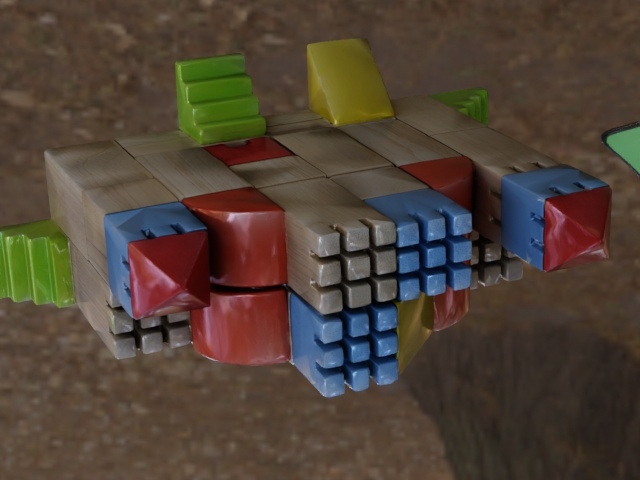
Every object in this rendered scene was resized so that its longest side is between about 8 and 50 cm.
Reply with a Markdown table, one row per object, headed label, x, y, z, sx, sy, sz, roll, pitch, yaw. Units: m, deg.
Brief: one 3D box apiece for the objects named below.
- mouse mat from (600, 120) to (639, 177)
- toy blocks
| label | x | y | z | sx | sy | sz | roll | pitch | yaw |
| --- | --- | --- | --- | --- | --- | --- | --- | --- | --- |
| mouse mat | 0.272 | -0.021 | 0.828 | 0.190 | 0.007 | 0.153 | 39 | 154 | -22 |
| toy blocks | 0.000 | 0.000 | 0.906 | 0.381 | 0.190 | 0.261 | -10 | -157 | -21 |
